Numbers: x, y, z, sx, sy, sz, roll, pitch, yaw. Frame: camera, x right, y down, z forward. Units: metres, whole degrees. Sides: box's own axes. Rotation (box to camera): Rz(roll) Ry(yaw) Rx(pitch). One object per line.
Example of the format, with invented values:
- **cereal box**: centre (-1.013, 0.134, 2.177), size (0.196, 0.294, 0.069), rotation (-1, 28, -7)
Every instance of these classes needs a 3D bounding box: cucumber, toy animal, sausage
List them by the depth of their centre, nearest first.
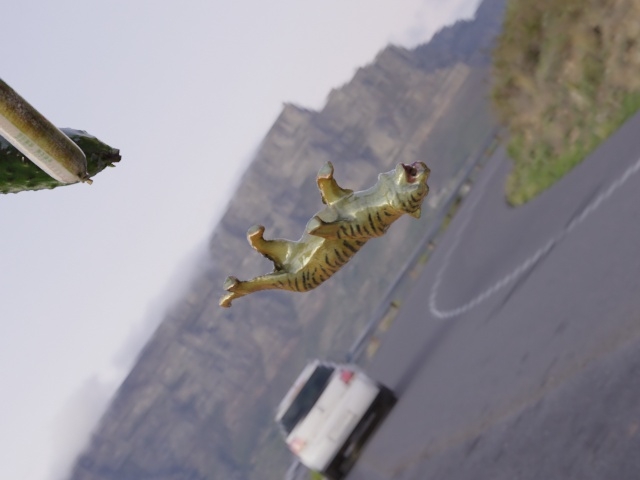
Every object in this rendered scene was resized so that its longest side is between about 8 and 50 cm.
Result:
- **sausage**: centre (-0.258, -0.123, 0.829), size (0.033, 0.269, 0.033), rotation (-30, 35, 24)
- **cucumber**: centre (-0.293, -0.073, 1.067), size (0.227, 0.069, 0.069), rotation (-5, -32, -25)
- **toy animal**: centre (0.000, 0.000, 1.107), size (0.241, 0.099, 0.057), rotation (-41, 46, 25)
